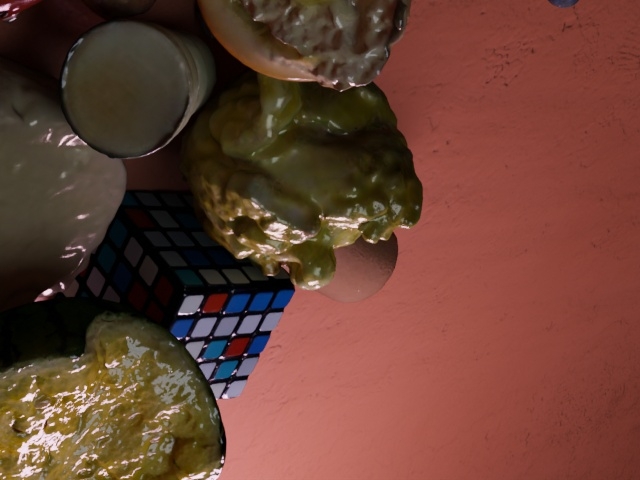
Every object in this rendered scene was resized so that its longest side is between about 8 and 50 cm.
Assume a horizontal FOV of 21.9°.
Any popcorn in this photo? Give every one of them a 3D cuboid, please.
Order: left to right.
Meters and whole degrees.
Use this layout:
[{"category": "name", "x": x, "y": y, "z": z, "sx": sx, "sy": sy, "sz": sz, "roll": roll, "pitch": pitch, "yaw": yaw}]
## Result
[{"category": "popcorn", "x": -0.028, "y": -0.079, "z": 1.807, "sx": 0.237, "sy": 0.293, "sz": 0.293, "roll": -29, "pitch": 153, "yaw": 26}]

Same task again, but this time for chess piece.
[{"category": "chess piece", "x": -0.171, "y": -0.163, "z": 1.674, "sx": 0.133, "sy": 0.133, "sz": 0.243, "roll": -53, "pitch": 180, "yaw": 12}]

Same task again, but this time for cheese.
[{"category": "cheese", "x": -0.350, "y": -0.041, "z": 1.677, "sx": 0.318, "sy": 0.115, "sz": 0.326, "roll": -32, "pitch": 143, "yaw": -18}]

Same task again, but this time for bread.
[{"category": "bread", "x": -0.024, "y": -0.311, "z": 1.555, "sx": 0.211, "sy": 0.270, "sz": 0.315, "roll": -3, "pitch": 112, "yaw": 6}]

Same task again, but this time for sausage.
[{"category": "sausage", "x": 0.000, "y": 0.000, "z": 2.073, "sx": 0.123, "sy": 0.123, "sz": 0.253, "roll": -50, "pitch": 145, "yaw": 7}]

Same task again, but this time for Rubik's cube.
[{"category": "Rubik's cube", "x": -0.171, "y": 0.068, "z": 1.912, "sx": 0.184, "sy": 0.187, "sz": 0.182, "roll": 2, "pitch": 126, "yaw": -44}]

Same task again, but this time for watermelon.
[{"category": "watermelon", "x": -0.275, "y": 0.175, "z": 1.732, "sx": 0.331, "sy": 0.189, "sz": 0.330, "roll": -5, "pitch": 135, "yaw": -5}]

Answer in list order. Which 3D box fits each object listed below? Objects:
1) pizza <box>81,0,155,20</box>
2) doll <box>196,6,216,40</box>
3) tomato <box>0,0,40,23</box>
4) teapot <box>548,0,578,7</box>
[{"category": "pizza", "x": -0.196, "y": -0.338, "z": 1.542, "sx": 0.161, "sy": 0.086, "sz": 0.305, "roll": -34, "pitch": 141, "yaw": -37}, {"category": "doll", "x": -0.057, "y": -0.262, "z": 1.775, "sx": 0.152, "sy": 0.085, "sz": 0.114, "roll": -19, "pitch": 152, "yaw": -20}, {"category": "tomato", "x": -0.294, "y": -0.279, "z": 1.364, "sx": 0.256, "sy": 0.256, "sz": 0.224, "roll": -33, "pitch": 120, "yaw": -17}, {"category": "teapot", "x": 0.299, "y": -0.337, "z": 2.108, "sx": 0.049, "sy": 0.064, "sz": 0.083, "roll": -67, "pitch": 152, "yaw": -26}]
